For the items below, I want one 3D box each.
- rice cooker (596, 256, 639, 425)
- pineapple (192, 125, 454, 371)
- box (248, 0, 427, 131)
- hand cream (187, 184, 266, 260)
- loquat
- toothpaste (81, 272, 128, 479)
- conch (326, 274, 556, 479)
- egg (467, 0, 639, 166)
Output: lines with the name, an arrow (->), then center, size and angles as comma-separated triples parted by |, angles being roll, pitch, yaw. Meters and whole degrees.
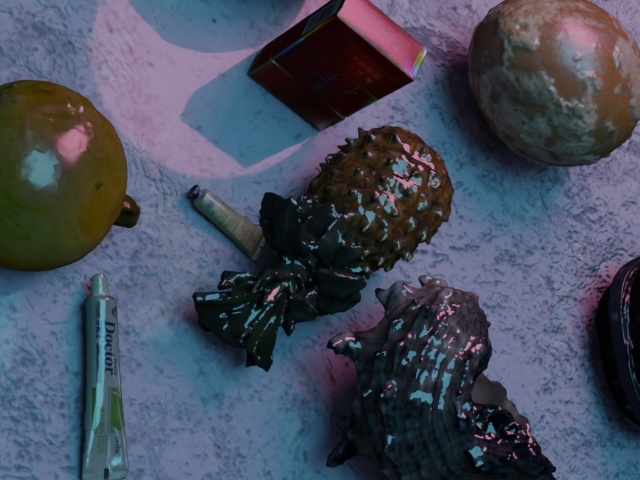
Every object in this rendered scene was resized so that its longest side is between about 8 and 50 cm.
rice cooker -> 0.489, 0.121, 1.522 | 0.267, 0.224, 0.267 | 8, 75, -31
pineapple -> 0.000, 0.000, 1.282 | 0.310, 0.141, 0.170 | -41, 129, -27
box -> 0.015, -0.189, 1.312 | 0.112, 0.175, 0.048 | 36, 59, -21
hand cream -> -0.098, -0.021, 1.291 | 0.102, 0.022, 0.035 | 41, 58, -25
loquat -> -0.251, -0.055, 1.117 | 0.204, 0.149, 0.172 | 22, 62, -40
toothpaste -> -0.207, 0.129, 1.171 | 0.048, 0.029, 0.197 | 3, 79, -33
conch -> 0.131, 0.168, 1.313 | 0.313, 0.186, 0.241 | 43, 46, -20
egg -> 0.283, -0.196, 1.477 | 0.245, 0.203, 0.203 | 39, 59, -32
